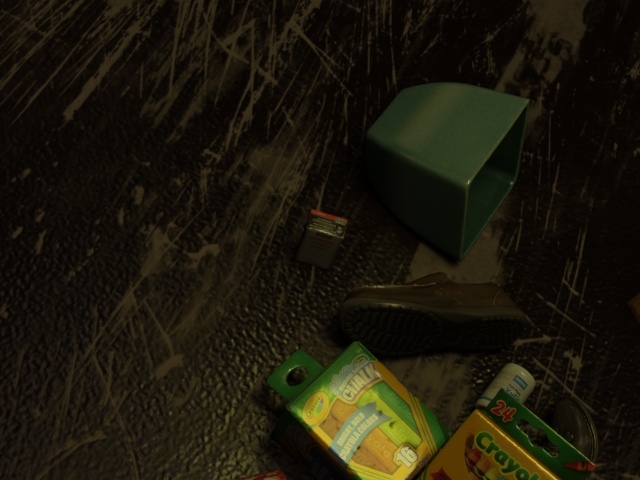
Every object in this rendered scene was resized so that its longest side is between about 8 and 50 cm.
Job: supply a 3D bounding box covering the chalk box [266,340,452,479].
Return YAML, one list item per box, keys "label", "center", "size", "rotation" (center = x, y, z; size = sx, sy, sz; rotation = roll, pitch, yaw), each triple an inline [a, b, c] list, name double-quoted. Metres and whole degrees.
- label: "chalk box"
  center: [0.041, 0.303, 1.555]
  size: [0.289, 0.179, 0.180]
  rotation: [43, 63, 10]

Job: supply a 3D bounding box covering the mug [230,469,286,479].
- label: "mug"
  center: [-0.129, 0.455, 1.487]
  size: [0.169, 0.113, 0.150]
  rotation: [-11, 59, -22]

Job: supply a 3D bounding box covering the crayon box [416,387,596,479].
- label: "crayon box"
  center: [0.262, 0.417, 1.476]
  size: [0.202, 0.081, 0.318]
  rotation: [39, 91, 21]

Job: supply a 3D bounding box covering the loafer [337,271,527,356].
- label: "loafer"
  center: [0.198, 0.131, 1.717]
  size: [0.366, 0.134, 0.130]
  rotation: [6, 40, -20]

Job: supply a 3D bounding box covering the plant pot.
- label: "plant pot"
  center: [0.228, -0.160, 1.792]
  size: [0.252, 0.248, 0.247]
  rotation: [26, 61, 22]

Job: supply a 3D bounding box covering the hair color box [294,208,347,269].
- label: "hair color box"
  center: [0.000, 0.000, 1.713]
  size: [0.072, 0.141, 0.043]
  rotation: [17, 63, -4]

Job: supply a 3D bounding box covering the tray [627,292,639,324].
- label: "tray"
  center: [0.834, 0.047, 1.831]
  size: [0.411, 0.203, 0.076]
  rotation: [-19, 69, -20]

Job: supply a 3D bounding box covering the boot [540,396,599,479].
- label: "boot"
  center: [0.371, 0.382, 1.597]
  size: [0.229, 0.091, 0.263]
  rotation: [18, 62, -27]

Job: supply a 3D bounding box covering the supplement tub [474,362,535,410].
- label: "supplement tub"
  center: [0.338, 0.285, 1.687]
  size: [0.071, 0.071, 0.107]
  rotation: [40, 64, 8]
